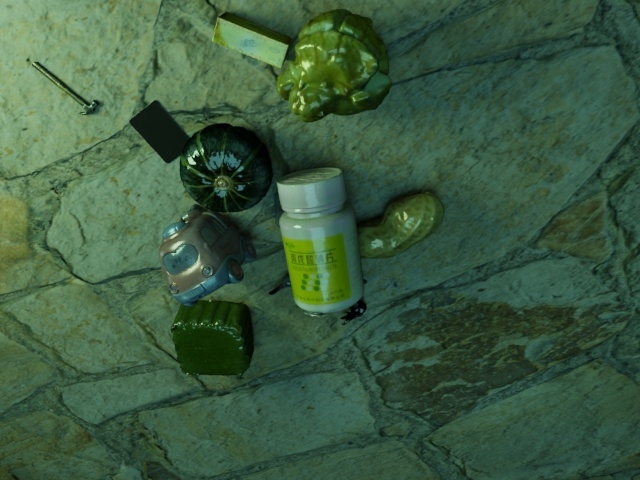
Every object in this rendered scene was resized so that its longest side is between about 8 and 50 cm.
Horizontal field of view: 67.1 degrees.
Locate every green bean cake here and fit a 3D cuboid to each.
[{"bbox_3d":[-0.360,0.332,1.647,0.250,0.156,0.246,-1,120,3],"label":"green bean cake"}]

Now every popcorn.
[{"bbox_3d":[0.037,-0.396,1.146,0.277,0.225,0.276,1,134,1],"label":"popcorn"}]

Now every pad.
[{"bbox_3d":[-0.444,-0.302,1.352,0.112,0.003,0.157,-29,116,19],"label":"pad"}]

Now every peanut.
[{"bbox_3d":[0.219,-0.034,1.417,0.306,0.147,0.147,-36,114,27],"label":"peanut"}]

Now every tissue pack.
[{"bbox_3d":[-0.163,-0.488,1.171,0.176,0.095,0.062,20,122,-9],"label":"tissue pack"}]

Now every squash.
[{"bbox_3d":[-0.256,-0.195,1.316,0.252,0.165,0.252,0,125,0],"label":"squash"}]

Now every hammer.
[{"bbox_3d":[-0.688,-0.406,1.293,0.182,0.017,0.062,40,115,-18],"label":"hammer"}]

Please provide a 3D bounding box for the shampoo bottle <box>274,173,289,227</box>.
[{"bbox_3d":[-0.096,-0.114,1.428,0.080,0.040,0.165,0,123,-2],"label":"shampoo bottle"}]

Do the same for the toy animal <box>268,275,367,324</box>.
[{"bbox_3d":[0.016,0.166,1.566,0.324,0.090,0.195,21,120,-12],"label":"toy animal"}]

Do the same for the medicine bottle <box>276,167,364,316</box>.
[{"bbox_3d":[0.000,0.000,1.361,0.214,0.213,0.378,-7,110,7],"label":"medicine bottle"}]

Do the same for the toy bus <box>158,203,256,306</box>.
[{"bbox_3d":[-0.342,0.029,1.391,0.197,0.294,0.231,-26,107,20],"label":"toy bus"}]
